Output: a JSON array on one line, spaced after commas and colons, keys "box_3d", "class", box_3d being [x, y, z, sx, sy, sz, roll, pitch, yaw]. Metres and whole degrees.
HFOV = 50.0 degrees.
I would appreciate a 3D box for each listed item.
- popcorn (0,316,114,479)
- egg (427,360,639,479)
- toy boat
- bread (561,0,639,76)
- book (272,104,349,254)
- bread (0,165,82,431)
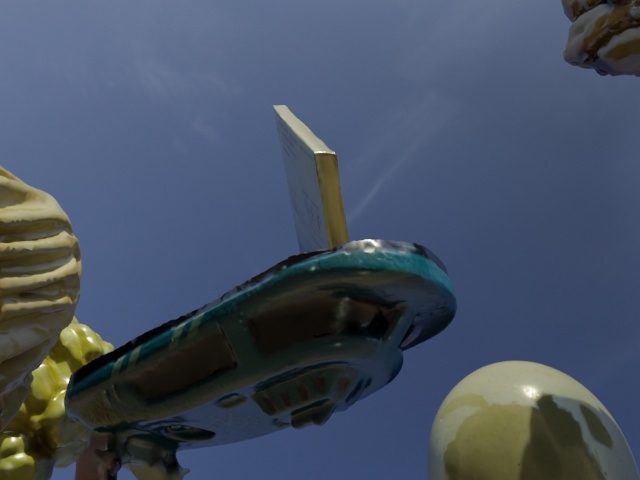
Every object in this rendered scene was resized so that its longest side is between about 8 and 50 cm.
[{"box_3d": [-0.359, 0.180, 0.804, 0.250, 0.242, 0.234, 27, -68, 16], "class": "popcorn"}, {"box_3d": [0.199, 0.235, 0.638, 0.189, 0.189, 0.253, -31, -130, 22], "class": "egg"}, {"box_3d": [-0.042, 0.101, 0.459, 0.299, 0.134, 0.092, -27, -128, 30], "class": "toy boat"}, {"box_3d": [0.406, -0.231, 0.525, 0.315, 0.370, 0.191, -13, -76, -14], "class": "bread"}, {"box_3d": [0.000, 0.000, 0.804, 0.026, 0.201, 0.289, -16, -62, -10], "class": "book"}, {"box_3d": [-0.370, 0.007, 0.498, 0.389, 0.183, 0.235, 1, -88, 19], "class": "bread"}]
